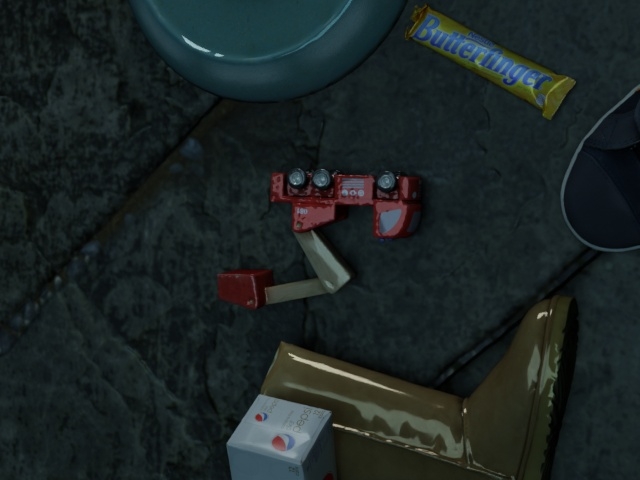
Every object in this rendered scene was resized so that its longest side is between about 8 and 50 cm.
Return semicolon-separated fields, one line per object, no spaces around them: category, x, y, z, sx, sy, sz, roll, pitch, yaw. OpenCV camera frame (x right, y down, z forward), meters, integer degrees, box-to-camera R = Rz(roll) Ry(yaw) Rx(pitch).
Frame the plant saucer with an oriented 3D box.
plant saucer;-0.061;-0.290;0.983;0.318;0.044;0.317;2;94;20

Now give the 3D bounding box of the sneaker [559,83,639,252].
sneaker;0.320;-0.100;0.809;0.321;0.127;0.126;-37;82;20

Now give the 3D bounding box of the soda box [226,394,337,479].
soda box;-0.028;0.246;0.938;0.074;0.069;0.216;11;126;21

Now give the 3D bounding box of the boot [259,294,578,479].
boot;0.079;0.137;0.931;0.270;0.089;0.236;13;100;20

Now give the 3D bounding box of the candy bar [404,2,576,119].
candy bar;0.147;-0.162;0.926;0.161;0.018;0.040;32;103;15

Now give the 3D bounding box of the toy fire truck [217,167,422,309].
toy fire truck;0.000;0.000;0.974;0.192;0.047;0.135;3;95;19
